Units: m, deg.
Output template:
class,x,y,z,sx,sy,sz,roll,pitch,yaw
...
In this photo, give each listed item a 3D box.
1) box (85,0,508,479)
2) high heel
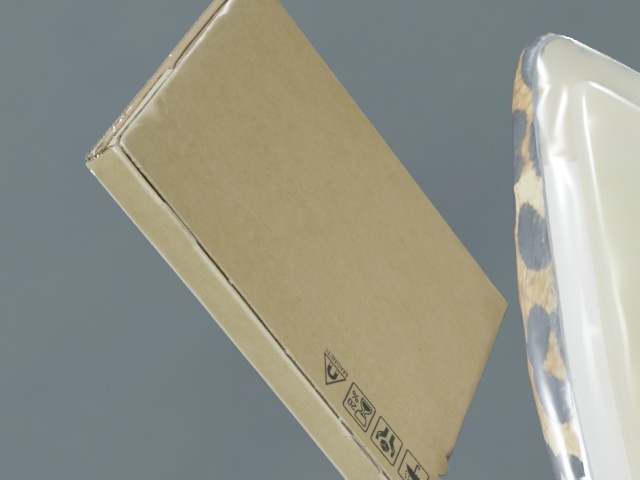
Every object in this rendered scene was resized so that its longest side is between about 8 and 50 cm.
class,x,y,z,sx,sy,sz,roll,pitch,yaw
box,0.000,0.000,0.834,0.021,0.201,0.164,-29,18,32
high heel,0.091,0.065,0.518,0.093,0.261,0.186,-32,10,-11
